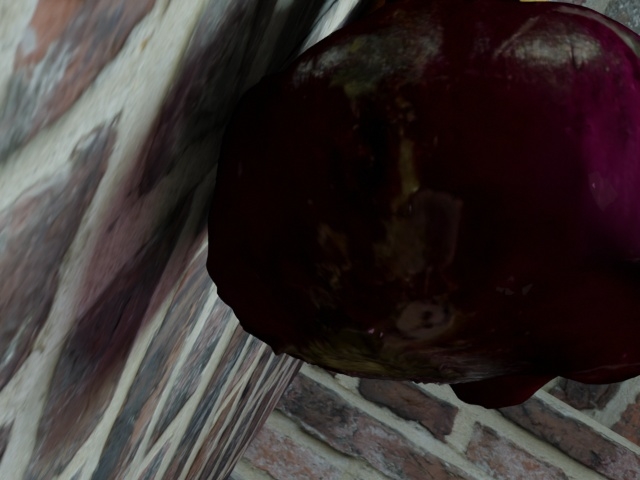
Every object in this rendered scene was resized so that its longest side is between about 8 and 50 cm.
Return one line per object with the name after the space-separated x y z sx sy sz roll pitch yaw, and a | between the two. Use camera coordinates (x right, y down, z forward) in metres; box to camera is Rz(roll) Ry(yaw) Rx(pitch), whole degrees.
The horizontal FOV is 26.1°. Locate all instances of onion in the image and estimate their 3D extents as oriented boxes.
0.114 -0.089 1.078 0.398 0.398 0.420 111 -13 -63 | onion

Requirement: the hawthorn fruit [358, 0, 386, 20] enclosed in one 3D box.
0.095 -0.165 1.364 0.188 0.169 0.169 -49 178 17 | hawthorn fruit
